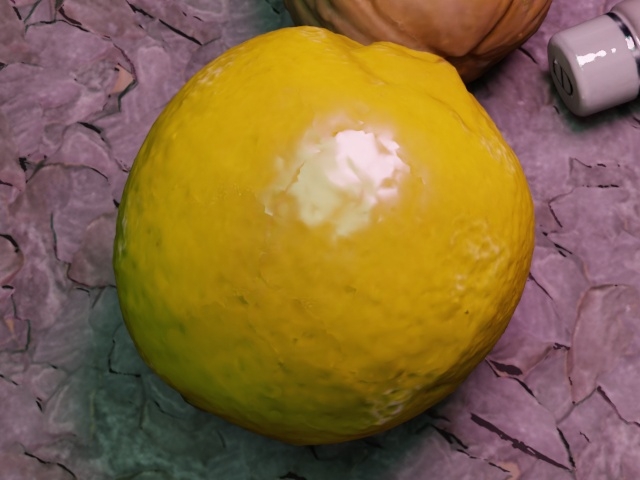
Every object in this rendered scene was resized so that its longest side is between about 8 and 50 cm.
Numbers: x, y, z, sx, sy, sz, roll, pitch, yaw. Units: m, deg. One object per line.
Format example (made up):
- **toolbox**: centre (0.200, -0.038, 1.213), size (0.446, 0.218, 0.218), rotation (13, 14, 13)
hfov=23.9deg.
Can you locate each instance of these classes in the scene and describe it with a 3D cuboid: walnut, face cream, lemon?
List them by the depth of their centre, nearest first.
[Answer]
- **lemon**: centre (0.000, 0.000, 1.205), size (0.348, 0.348, 0.348), rotation (-3, 69, 7)
- **walnut**: centre (0.084, -0.291, 1.338), size (0.252, 0.277, 0.313), rotation (-6, 66, -17)
- **face cream**: centre (0.360, -0.201, 1.363), size (0.314, 0.089, 0.143), rotation (-21, 52, -5)
